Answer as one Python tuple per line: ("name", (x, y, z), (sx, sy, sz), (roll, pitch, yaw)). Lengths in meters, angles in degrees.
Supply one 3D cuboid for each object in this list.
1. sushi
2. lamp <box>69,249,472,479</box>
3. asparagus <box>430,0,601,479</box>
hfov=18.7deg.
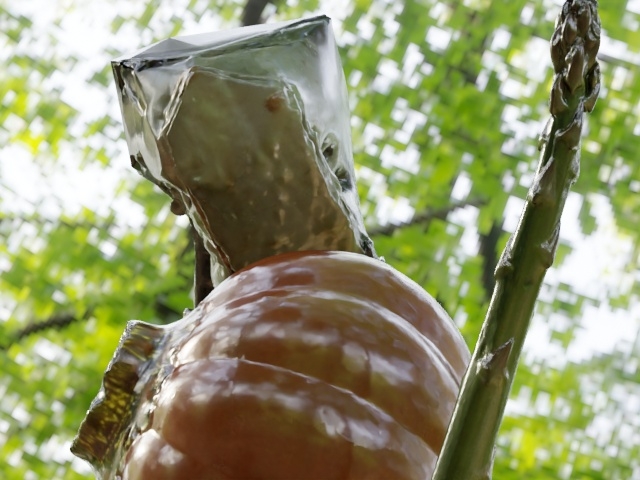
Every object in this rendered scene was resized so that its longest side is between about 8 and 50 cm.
("sushi", (-0.014, 0.015, 1.083), (0.134, 0.109, 0.273), (-18, -73, -14))
("lamp", (-0.016, 0.109, 0.909), (0.196, 0.223, 0.223), (27, -42, -3))
("asparagus", (0.072, 0.021, 0.741), (0.025, 0.248, 0.024), (18, -6, -10))
